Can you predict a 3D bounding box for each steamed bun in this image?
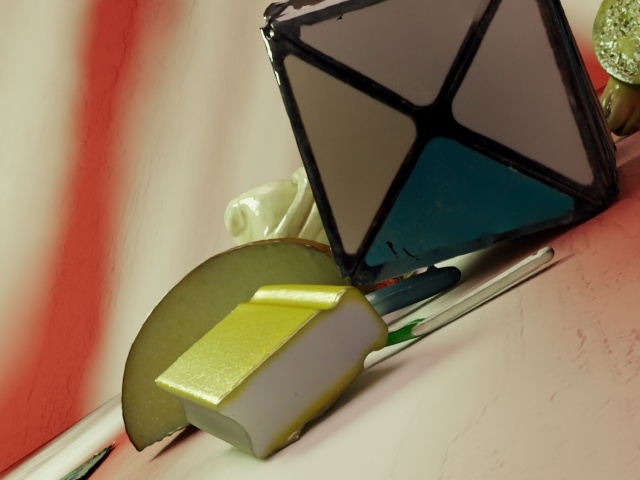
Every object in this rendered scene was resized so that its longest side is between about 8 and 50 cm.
[{"bbox_3d":[0.000,0.000,1.757,0.268,0.207,0.280,-27,-15,29],"label":"steamed bun"}]

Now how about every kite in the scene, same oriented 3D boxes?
[{"bbox_3d":[-0.421,0.386,1.600,0.314,0.011,0.335,-32,0,44],"label":"kite"}]

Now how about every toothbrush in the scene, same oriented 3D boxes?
[{"bbox_3d":[0.076,0.080,0.973,0.304,0.030,0.030,-31,2,20],"label":"toothbrush"}]

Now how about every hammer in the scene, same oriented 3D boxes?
[{"bbox_3d":[0.064,0.068,1.180,0.194,0.069,0.116,-23,3,14],"label":"hammer"}]

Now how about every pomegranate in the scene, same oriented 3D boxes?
[{"bbox_3d":[0.504,-0.266,1.549,0.159,0.240,0.190,13,-6,-40],"label":"pomegranate"}]

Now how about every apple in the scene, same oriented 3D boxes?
[{"bbox_3d":[-0.093,0.121,1.337,0.346,0.254,0.179,-32,42,6],"label":"apple"}]

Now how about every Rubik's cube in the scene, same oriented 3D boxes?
[{"bbox_3d":[0.146,-0.152,1.187,0.310,0.306,0.305,-17,3,15],"label":"Rubik's cube"}]

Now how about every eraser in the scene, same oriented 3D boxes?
[{"bbox_3d":[-0.048,0.108,0.965,0.158,0.069,0.226,-39,13,-18],"label":"eraser"}]

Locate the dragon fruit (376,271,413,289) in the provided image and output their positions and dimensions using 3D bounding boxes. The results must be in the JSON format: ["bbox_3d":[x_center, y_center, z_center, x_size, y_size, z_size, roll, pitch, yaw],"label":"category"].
[{"bbox_3d":[0.075,0.038,1.520,0.106,0.083,0.162,-29,0,10],"label":"dragon fruit"}]
